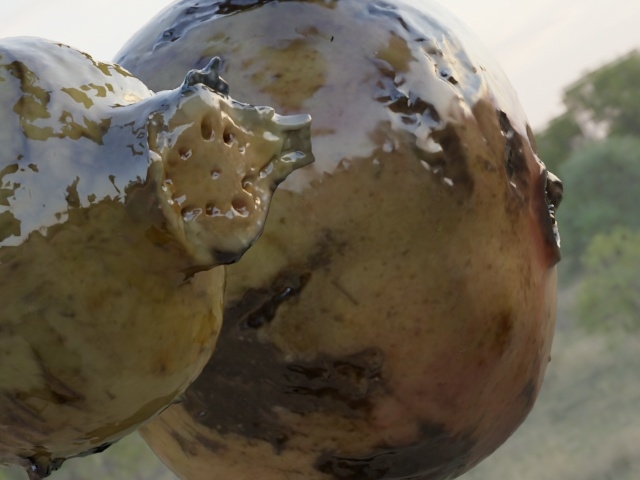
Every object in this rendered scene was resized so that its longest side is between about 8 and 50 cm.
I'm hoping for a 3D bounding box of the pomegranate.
[{"bbox_3d":[0.000,0.000,1.055,0.322,0.322,0.322,-27,-4,-2],"label":"pomegranate"}]

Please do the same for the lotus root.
[{"bbox_3d":[-0.125,0.013,0.678,0.257,0.154,0.140,-25,0,39],"label":"lotus root"}]
